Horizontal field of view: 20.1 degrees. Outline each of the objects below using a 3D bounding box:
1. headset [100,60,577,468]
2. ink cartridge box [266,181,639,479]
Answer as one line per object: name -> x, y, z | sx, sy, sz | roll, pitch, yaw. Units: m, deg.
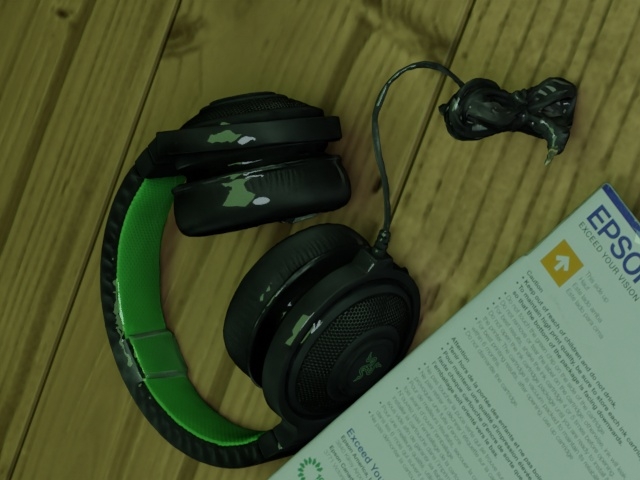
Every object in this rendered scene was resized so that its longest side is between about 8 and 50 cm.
headset -> 0.000, 0.000, 1.260 | 0.394, 0.185, 0.243 | -39, 69, 42
ink cartridge box -> 0.164, 0.190, 1.146 | 0.330, 0.071, 0.324 | -42, 65, 20
